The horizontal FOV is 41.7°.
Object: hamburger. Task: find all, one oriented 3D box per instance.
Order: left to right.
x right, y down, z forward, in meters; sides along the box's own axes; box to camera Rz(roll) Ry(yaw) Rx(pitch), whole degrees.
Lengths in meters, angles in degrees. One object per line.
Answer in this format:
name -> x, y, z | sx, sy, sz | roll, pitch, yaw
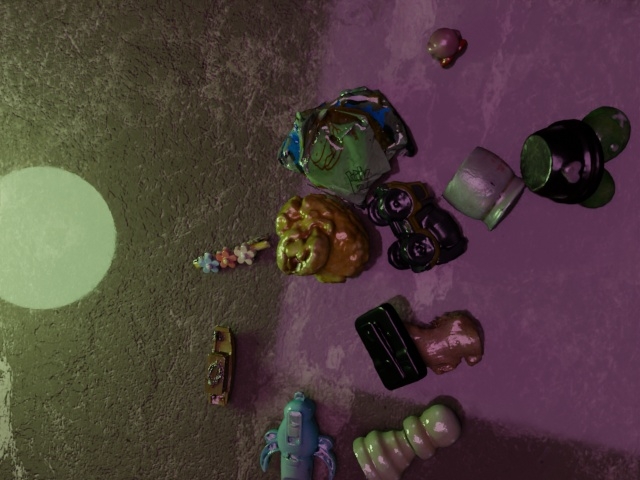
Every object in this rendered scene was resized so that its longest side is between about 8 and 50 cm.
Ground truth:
hamburger -> 0.056, -0.223, 1.906 | 0.260, 0.150, 0.276 | 43, 101, 8

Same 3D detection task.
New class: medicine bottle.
medicine bottle -> 0.360, -0.113, 1.832 | 0.143, 0.147, 0.147 | 35, 100, 9

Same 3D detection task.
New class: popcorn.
popcorn -> 0.000, 0.000, 1.904 | 0.200, 0.203, 0.226 | -18, 98, 21

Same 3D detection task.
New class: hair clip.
hair clip -> -0.216, 0.039, 2.037 | 0.214, 0.056, 0.062 | -21, 120, 14

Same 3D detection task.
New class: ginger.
ginger -> 0.259, 0.237, 1.911 | 0.213, 0.074, 0.137 | -7, 80, 13

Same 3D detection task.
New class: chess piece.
chess piece -> 0.208, 0.459, 1.917 | 0.243, 0.133, 0.133 | -31, 85, 7

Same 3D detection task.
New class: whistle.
whistle -> -0.053, 0.493, 1.997 | 0.186, 0.093, 0.273 | 4, 97, 14

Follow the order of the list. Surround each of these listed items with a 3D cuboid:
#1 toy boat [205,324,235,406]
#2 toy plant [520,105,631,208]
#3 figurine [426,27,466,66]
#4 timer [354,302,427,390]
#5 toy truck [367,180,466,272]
toy boat -> -0.244, 0.305, 2.041 | 0.057, 0.077, 0.200 | 7, 94, 15
toy plant -> 0.546, -0.174, 1.771 | 0.235, 0.175, 0.218 | -3, 103, -26
figurine -> 0.280, -0.442, 1.881 | 0.071, 0.067, 0.083 | 42, 86, -11
timer -> 0.152, 0.245, 1.913 | 0.187, 0.055, 0.144 | 62, 146, 6
toy truck -> 0.217, -0.040, 1.885 | 0.165, 0.147, 0.224 | -26, 89, -13
